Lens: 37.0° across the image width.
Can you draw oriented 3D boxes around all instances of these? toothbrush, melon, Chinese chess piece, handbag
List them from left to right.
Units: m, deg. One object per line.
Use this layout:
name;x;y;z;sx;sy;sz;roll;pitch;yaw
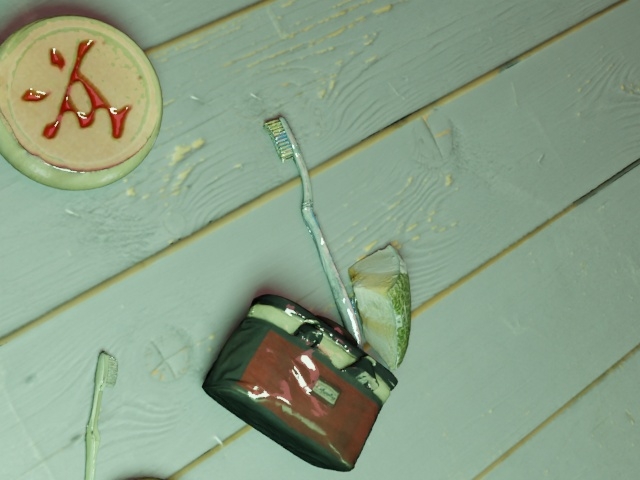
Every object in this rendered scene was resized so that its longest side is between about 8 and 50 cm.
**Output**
Chinese chess piece;-0.348;-0.193;1.351;0.249;0.103;0.250;5;77;-23
toothbrush;-0.307;0.296;1.290;0.028;0.026;0.295;18;69;-35
handbag;-0.022;0.196;1.359;0.254;0.181;0.181;36;68;-16
toothbrush;0.000;0.000;1.498;0.042;0.035;0.414;-20;85;-6
melon;0.099;0.099;1.477;0.093;0.139;0.203;-5;79;-4

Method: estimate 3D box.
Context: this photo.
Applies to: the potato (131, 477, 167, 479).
potato;-0.221;0.372;1.269;0.147;0.112;0.112;21;69;-11
